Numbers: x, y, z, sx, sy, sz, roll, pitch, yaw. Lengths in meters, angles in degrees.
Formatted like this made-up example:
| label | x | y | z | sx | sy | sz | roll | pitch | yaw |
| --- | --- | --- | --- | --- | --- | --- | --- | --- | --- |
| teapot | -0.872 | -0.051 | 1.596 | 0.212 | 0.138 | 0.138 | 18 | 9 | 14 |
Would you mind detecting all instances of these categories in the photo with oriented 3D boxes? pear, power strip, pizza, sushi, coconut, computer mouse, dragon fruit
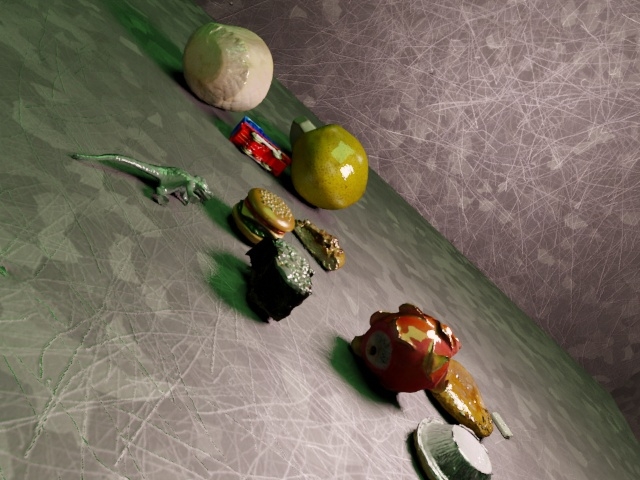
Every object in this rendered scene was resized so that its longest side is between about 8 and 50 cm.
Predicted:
| label | x | y | z | sx | sy | sz | roll | pitch | yaw |
| --- | --- | --- | --- | --- | --- | --- | --- | --- | --- |
| pear | 0.030 | -0.240 | 2.136 | 0.294 | 0.294 | 0.294 | 39 | 18 | -16 |
| power strip | 0.541 | 0.553 | 1.882 | 0.040 | 0.016 | 0.090 | 26 | 25 | -44 |
| pizza | 0.001 | -0.001 | 1.847 | 0.194 | 0.069 | 0.154 | 44 | 19 | -5 |
| sushi | -0.097 | 0.079 | 1.384 | 0.147 | 0.115 | 0.212 | 42 | 16 | -20 |
| coconut | -0.313 | -0.595 | 2.166 | 0.329 | 0.329 | 0.328 | 39 | 18 | -16 |
| computer mouse | -0.006 | -0.318 | 2.439 | 0.228 | 0.145 | 0.429 | 48 | 5 | 35 |
| dragon fruit | 0.211 | 0.260 | 1.507 | 0.227 | 0.224 | 0.224 | 19 | 30 | -43 |

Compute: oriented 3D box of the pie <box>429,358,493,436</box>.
| label | x | y | z | sx | sy | sz | roll | pitch | yaw |
| --- | --- | --- | --- | --- | --- | --- | --- | --- | --- |
| pie | 0.393 | 0.435 | 1.742 | 0.273 | 0.069 | 0.273 | 38 | 23 | -20 |

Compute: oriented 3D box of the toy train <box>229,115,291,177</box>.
| label | x | y | z | sx | sy | sz | roll | pitch | yaw |
| --- | --- | --- | --- | --- | --- | --- | --- | --- | --- |
| toy train | -0.199 | -0.311 | 2.086 | 0.204 | 0.083 | 0.131 | 38 | 17 | -21 |

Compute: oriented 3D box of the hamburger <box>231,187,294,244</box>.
| label | x | y | z | sx | sy | sz | roll | pitch | yaw |
| --- | --- | --- | --- | --- | --- | --- | --- | --- | --- |
| hamburger | -0.144 | -0.058 | 1.582 | 0.162 | 0.115 | 0.162 | 38 | 19 | -16 |

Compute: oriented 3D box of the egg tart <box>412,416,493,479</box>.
| label | x | y | z | sx | sy | sz | roll | pitch | yaw |
| --- | --- | --- | --- | --- | --- | --- | --- | --- | --- |
| egg tart | 0.308 | 0.488 | 1.396 | 0.234 | 0.094 | 0.234 | 39 | 21 | -18 |

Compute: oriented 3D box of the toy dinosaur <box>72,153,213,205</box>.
| label | x | y | z | sx | sy | sz | roll | pitch | yaw |
| --- | --- | --- | --- | --- | --- | --- | --- | --- | --- |
| toy dinosaur | -0.342 | -0.124 | 1.376 | 0.129 | 0.076 | 0.383 | 46 | 13 | 26 |
